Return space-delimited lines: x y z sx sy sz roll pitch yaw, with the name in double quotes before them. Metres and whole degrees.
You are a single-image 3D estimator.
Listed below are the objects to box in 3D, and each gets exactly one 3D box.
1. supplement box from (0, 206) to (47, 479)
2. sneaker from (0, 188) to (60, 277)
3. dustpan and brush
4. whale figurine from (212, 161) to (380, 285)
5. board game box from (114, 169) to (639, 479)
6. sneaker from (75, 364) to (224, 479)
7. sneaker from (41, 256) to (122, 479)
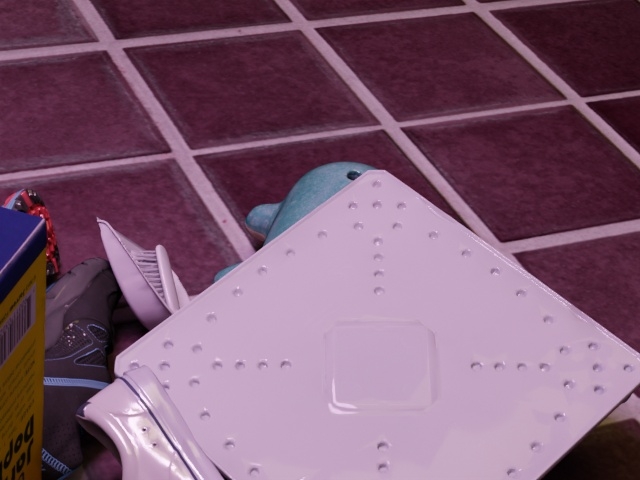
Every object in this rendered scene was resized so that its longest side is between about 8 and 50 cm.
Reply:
"supplement box" -0.357 0.150 1.279 0.194 0.357 0.195 15 35 10
"sneaker" -0.378 0.017 1.684 0.125 0.104 0.262 -10 16 15
"dustpan and brush" -0.164 0.074 1.666 0.060 0.147 0.211 -24 66 12
"whale figurine" 0.000 0.000 1.756 0.216 0.141 0.272 31 39 28
"board game box" 0.060 0.139 1.544 0.390 0.050 0.390 -37 59 -27
"sneaker" -0.136 0.240 1.414 0.091 0.094 0.258 -31 66 -15
"sneaker" -0.267 0.132 1.562 0.140 0.125 0.341 46 25 -9
